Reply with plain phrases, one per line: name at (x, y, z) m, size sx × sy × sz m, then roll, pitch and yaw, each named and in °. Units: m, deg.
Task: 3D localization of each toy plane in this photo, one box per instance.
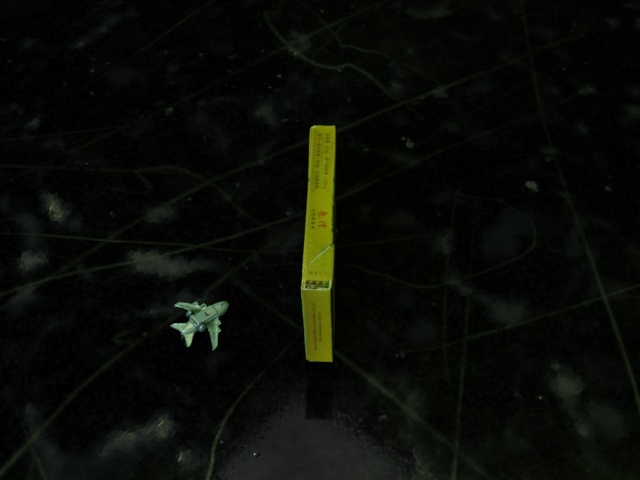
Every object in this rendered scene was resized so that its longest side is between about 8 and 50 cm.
toy plane at (-0.151, 0.101, 1.194) m, size 0.083 × 0.033 × 0.080 m, roll -35°, pitch 69°, yaw -26°

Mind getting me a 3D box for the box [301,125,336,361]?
box at (0.000, -0.001, 1.201) m, size 0.041 × 0.153 × 0.279 m, roll 1°, pitch 50°, yaw 1°
